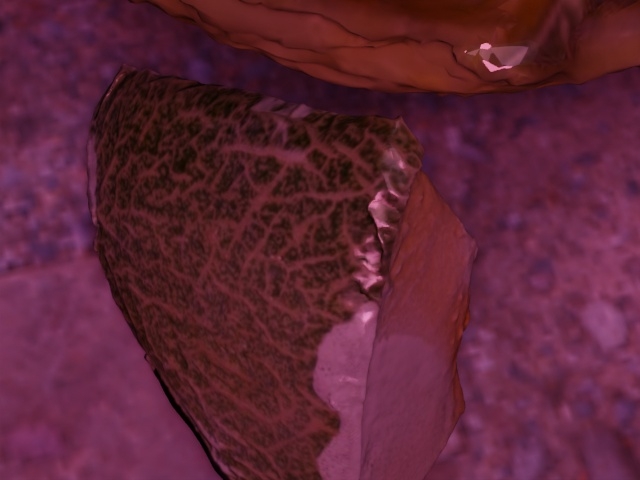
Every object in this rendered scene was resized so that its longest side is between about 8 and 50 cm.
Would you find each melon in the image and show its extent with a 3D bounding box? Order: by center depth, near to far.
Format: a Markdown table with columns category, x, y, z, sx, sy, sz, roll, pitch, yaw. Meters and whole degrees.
| category | x | y | z | sx | sy | sz | roll | pitch | yaw |
| --- | --- | --- | --- | --- | --- | --- | --- | --- | --- |
| melon | -0.001 | -0.001 | 0.637 | 0.093 | 0.139 | 0.202 | -19 | 69 | -38 |

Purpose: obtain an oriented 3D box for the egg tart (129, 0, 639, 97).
| category | x | y | z | sx | sy | sz | roll | pitch | yaw |
| --- | --- | --- | --- | --- | --- | --- | --- | --- | --- |
| egg tart | 0.036 | -0.221 | 0.663 | 0.388 | 0.169 | 0.388 | 6 | 51 | -7 |
